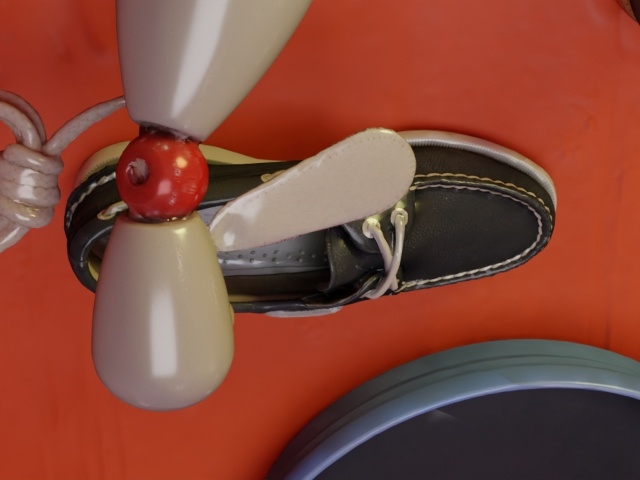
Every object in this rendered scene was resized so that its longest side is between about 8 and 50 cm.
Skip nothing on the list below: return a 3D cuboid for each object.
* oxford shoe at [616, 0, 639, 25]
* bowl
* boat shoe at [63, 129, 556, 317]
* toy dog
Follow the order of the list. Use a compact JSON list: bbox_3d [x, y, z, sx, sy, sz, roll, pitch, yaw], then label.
[{"bbox_3d":[0.272,-0.208,0.728,0.097,0.098,0.271,29,113,-20],"label":"oxford shoe"},{"bbox_3d":[0.131,0.238,0.985,0.391,0.077,0.391,-2,120,-4],"label":"bowl"},{"bbox_3d":[0.000,0.000,0.824,0.303,0.091,0.114,-4,120,-4],"label":"boat shoe"},{"bbox_3d":[-0.047,-0.096,0.706,0.220,0.161,0.333,35,110,20],"label":"toy dog"}]
